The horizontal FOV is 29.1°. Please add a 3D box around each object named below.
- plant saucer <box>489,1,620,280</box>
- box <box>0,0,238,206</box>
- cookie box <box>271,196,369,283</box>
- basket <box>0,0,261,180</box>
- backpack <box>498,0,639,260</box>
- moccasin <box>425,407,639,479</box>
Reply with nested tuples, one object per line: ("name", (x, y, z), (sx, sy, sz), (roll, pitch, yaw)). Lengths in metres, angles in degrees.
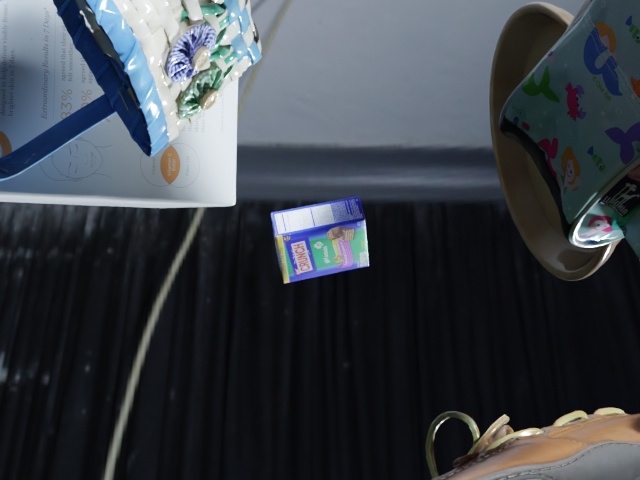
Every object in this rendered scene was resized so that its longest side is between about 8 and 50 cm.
("plant saucer", (0.239, -0.099, 1.224), (0.041, 0.278, 0.277), (-10, 138, -14))
("box", (-0.276, -0.146, 1.334), (0.345, 0.215, 0.168), (2, 179, -36))
("cookie box", (0.000, 0.000, 1.467), (0.107, 0.040, 0.091), (-11, 140, -3))
("basket", (-0.203, -0.178, 1.069), (0.289, 0.201, 0.255), (-28, 161, -6))
("backpack", (0.245, -0.100, 0.671), (0.225, 0.191, 0.253), (-14, 148, -28))
("moccasin", (0.161, 0.200, 0.949), (0.147, 0.380, 0.139), (3, 105, 49))
